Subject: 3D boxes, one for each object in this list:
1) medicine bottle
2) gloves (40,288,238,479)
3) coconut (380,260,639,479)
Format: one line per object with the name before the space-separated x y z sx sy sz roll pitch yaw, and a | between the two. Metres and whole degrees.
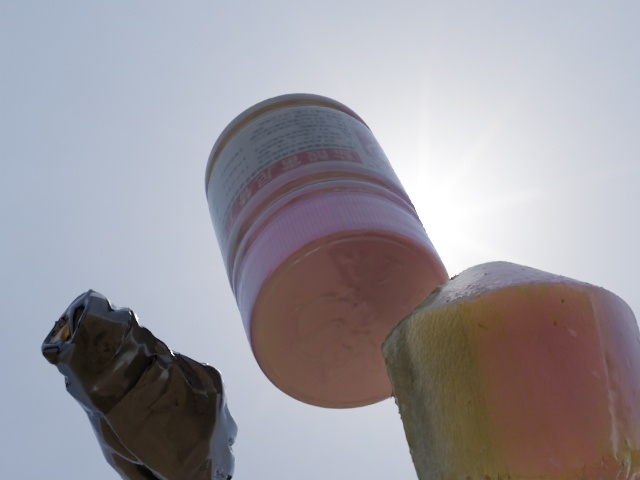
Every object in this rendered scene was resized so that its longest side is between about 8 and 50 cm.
medicine bottle | 0.000 0.000 1.411 0.202 0.316 0.202 -6 -61 -11
gloves | -0.150 0.163 1.273 0.142 0.119 0.285 -48 -49 -11
coconut | 0.162 0.132 1.162 0.233 0.245 0.233 -7 -32 -4
